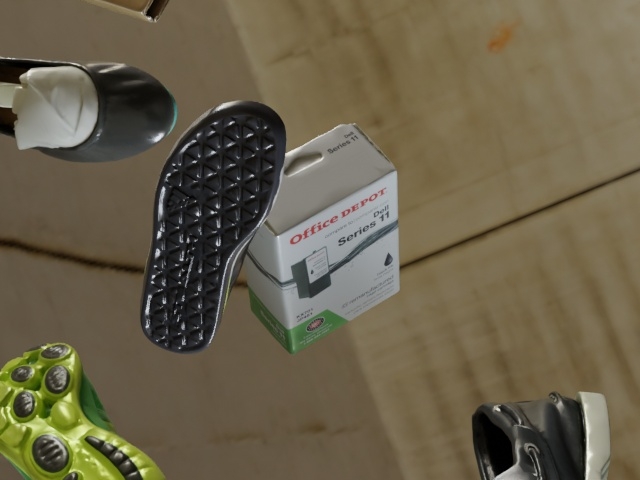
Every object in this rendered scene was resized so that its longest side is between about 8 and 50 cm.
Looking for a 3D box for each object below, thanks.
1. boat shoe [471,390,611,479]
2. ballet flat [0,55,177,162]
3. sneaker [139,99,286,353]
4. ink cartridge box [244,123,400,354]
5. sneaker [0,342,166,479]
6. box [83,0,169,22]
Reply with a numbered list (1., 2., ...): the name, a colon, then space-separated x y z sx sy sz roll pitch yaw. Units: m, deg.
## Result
1. boat shoe: 0.132 0.200 0.916 0.340 0.113 0.127 -69 -15 -60
2. ballet flat: -0.268 -0.123 1.258 0.096 0.280 0.095 -8 -76 -59
3. sneaker: -0.087 -0.020 1.048 0.084 0.235 0.097 22 -147 -5
4. ink cartridge box: 0.000 0.000 1.438 0.087 0.153 0.208 48 158 33
5. sneaker: -0.211 0.194 1.189 0.295 0.109 0.123 42 157 47
6. box: -0.159 -0.254 1.005 0.201 0.164 0.021 21 169 32
